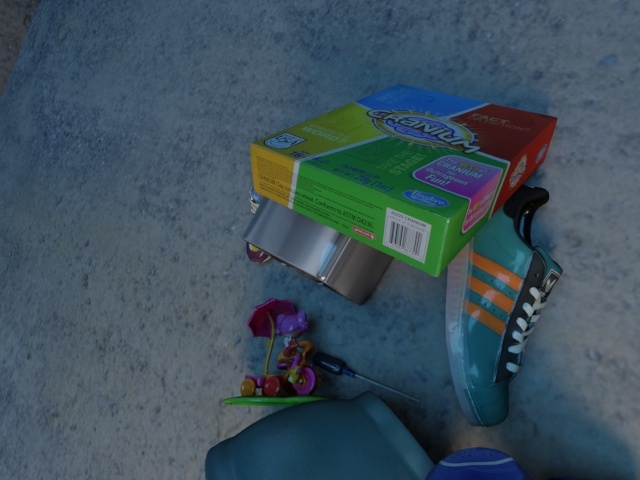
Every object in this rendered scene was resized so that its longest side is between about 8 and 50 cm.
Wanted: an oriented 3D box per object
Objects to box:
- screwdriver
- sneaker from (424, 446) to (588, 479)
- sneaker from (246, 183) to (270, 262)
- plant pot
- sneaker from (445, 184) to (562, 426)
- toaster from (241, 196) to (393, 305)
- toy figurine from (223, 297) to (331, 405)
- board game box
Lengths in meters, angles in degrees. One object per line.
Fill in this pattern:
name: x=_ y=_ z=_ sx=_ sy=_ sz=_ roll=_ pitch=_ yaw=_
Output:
screwdriver: x=0.061 y=0.205 z=0.597 sx=0.169 sy=0.024 sz=0.025 roll=19 pitch=58 yaw=29
sneaker: x=0.221 y=0.282 z=0.382 sx=0.127 sy=0.182 sz=0.316 roll=-25 pitch=106 yaw=46
sneaker: x=-0.100 y=-0.054 z=0.712 sx=0.069 sy=0.083 sz=0.186 roll=16 pitch=85 yaw=31
plant pot: x=0.035 y=0.302 z=0.460 sx=0.196 sy=0.293 sz=0.293 roll=-34 pitch=60 yaw=-13
sneaker: x=0.224 y=0.068 z=0.490 sx=0.120 sy=0.108 sz=0.303 roll=-4 pitch=74 yaw=32
toaster: x=0.000 y=0.000 z=0.585 sx=0.167 sy=0.185 sz=0.110 roll=24 pitch=81 yaw=30
toy figurine: x=-0.059 y=0.165 z=0.619 sx=0.173 sy=0.130 sz=0.160 roll=-16 pitch=61 yaw=33
board game box: x=0.112 y=-0.106 z=0.499 sx=0.242 sy=0.316 sz=0.064 roll=26 pitch=133 yaw=31
